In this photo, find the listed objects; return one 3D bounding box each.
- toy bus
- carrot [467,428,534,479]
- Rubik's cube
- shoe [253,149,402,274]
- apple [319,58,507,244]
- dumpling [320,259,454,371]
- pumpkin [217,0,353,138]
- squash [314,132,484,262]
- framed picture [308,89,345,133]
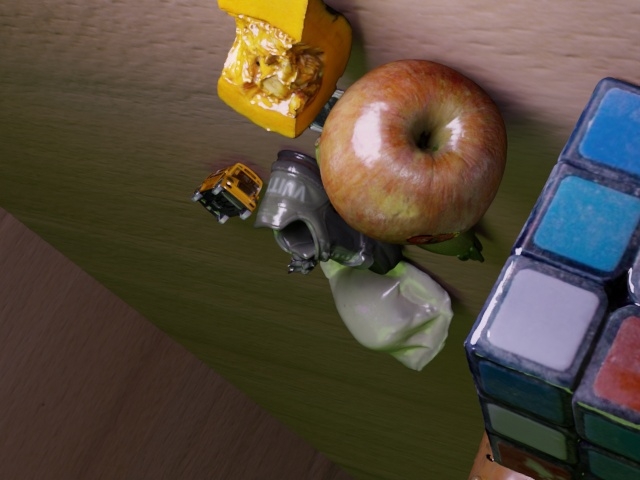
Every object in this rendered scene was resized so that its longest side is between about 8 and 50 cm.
[{"bbox_3d":[-0.142,-0.076,2.380,0.069,0.074,0.162,41,163,-15],"label":"toy bus"},{"bbox_3d":[0.340,0.250,2.106,0.224,0.340,0.224,25,163,8],"label":"carrot"},{"bbox_3d":[0.381,0.094,1.564,0.359,0.363,0.362,19,162,23],"label":"Rubik's cube"},{"bbox_3d":[0.002,0.001,2.251,0.109,0.149,0.293,9,154,45],"label":"shoe"},{"bbox_3d":[0.104,-0.096,1.703,0.211,0.211,0.188,28,161,0],"label":"apple"},{"bbox_3d":[0.114,0.092,2.432,0.252,0.131,0.179,51,140,-3],"label":"dumpling"},{"bbox_3d":[-0.041,-0.245,1.670,0.131,0.126,0.248,32,146,17],"label":"pumpkin"},{"bbox_3d":[0.122,-0.047,2.012,0.341,0.094,0.094,34,163,-35],"label":"squash"},{"bbox_3d":[0.043,-0.154,1.963,0.183,0.011,0.142,21,162,24],"label":"framed picture"}]
